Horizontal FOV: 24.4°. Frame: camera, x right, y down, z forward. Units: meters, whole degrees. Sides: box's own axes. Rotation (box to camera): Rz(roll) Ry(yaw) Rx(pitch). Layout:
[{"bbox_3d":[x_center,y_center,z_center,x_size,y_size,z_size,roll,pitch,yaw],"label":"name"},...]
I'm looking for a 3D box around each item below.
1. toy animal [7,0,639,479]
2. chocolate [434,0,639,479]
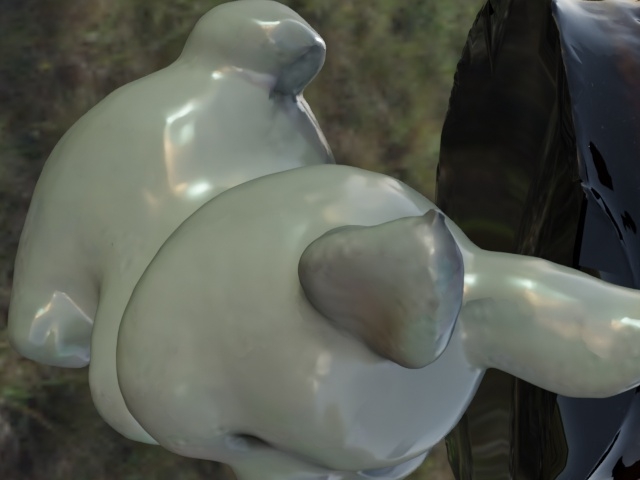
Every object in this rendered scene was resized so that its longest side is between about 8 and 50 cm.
[{"bbox_3d":[-0.004,0.009,0.758,0.196,0.367,0.241,10,100,-35],"label":"toy animal"},{"bbox_3d":[0.264,0.015,0.996,0.383,0.331,0.383,-176,-90,-82],"label":"chocolate"}]
